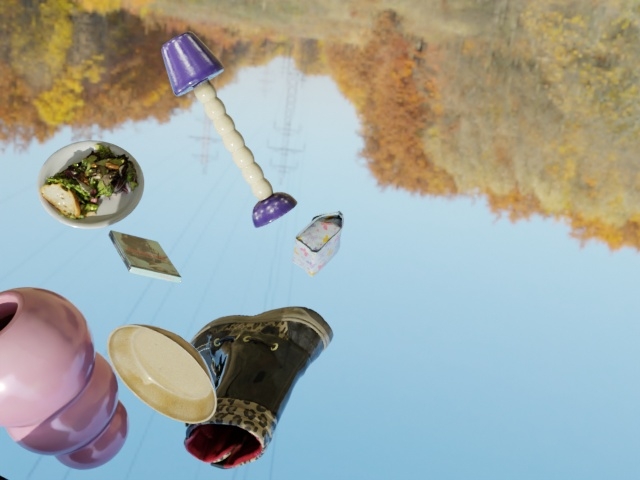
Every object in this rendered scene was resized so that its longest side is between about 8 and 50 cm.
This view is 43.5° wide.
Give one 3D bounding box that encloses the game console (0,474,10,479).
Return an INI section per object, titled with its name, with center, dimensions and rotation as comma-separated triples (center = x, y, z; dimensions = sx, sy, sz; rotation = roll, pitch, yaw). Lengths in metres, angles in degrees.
[game console]
center = -0.372, 0.451, 1.086
dimensions = 0.293, 0.173, 0.250
rotation = 36, 154, -19

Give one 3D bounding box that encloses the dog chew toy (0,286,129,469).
[dog chew toy]
center = -0.403, 0.226, 1.217
dimensions = 0.206, 0.332, 0.207
rotation = -16, -141, 13

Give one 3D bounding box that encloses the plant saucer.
[plant saucer]
center = -0.098, 0.082, 0.514
dimensions = 0.083, 0.083, 0.015
rotation = 14, -139, 23

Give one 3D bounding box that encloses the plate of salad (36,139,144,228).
[plate of salad]
center = -0.438, -0.114, 1.534
dimensions = 0.200, 0.048, 0.200
rotation = 4, -119, -8

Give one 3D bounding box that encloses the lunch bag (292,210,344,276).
[lunch bag]
center = 0.000, 0.000, 1.179
dimensions = 0.053, 0.071, 0.083
rotation = 39, -117, 18

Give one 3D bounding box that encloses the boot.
[boot]
center = -0.171, 0.277, 1.493
dimensions = 0.377, 0.138, 0.284
rotation = -16, -149, 37

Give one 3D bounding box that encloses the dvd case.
[dvd case]
center = -0.273, 0.025, 1.246
dimensions = 0.087, 0.013, 0.119
rotation = 16, -160, -37

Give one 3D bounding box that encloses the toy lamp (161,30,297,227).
[toy lamp]
center = -0.127, -0.152, 1.098
dimensions = 0.080, 0.275, 0.080
rotation = -27, -168, 6
